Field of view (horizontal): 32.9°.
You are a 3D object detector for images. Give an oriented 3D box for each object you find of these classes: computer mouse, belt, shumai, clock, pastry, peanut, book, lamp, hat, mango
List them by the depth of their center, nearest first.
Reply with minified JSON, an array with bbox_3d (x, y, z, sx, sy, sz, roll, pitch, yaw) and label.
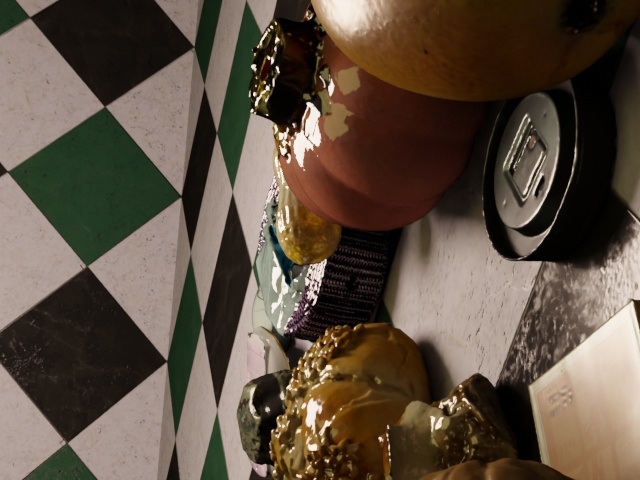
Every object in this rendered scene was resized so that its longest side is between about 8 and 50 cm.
[{"bbox_3d":[0.220,0.188,0.818,0.170,0.018,0.241,122,151,-54],"label":"book"},{"bbox_3d":[0.116,-0.253,0.921,0.378,0.221,0.263,31,93,54],"label":"mango"},{"bbox_3d":[0.200,-0.069,0.968,0.184,0.040,0.184,-172,90,-75],"label":"clock"},{"bbox_3d":[0.113,0.197,1.007,0.145,0.116,0.145,-171,90,-73],"label":"shumai"},{"bbox_3d":[0.045,-0.162,1.185,0.305,0.240,0.305,-170,90,-71],"label":"lamp"},{"bbox_3d":[0.028,0.237,1.209,0.310,0.162,0.255,-103,28,-49],"label":"pastry"},{"bbox_3d":[-0.017,-0.065,1.344,0.087,0.087,0.206,124,150,-57],"label":"peanut"},{"bbox_3d":[0.000,0.000,1.502,0.324,0.122,0.260,-105,34,-47],"label":"belt"},{"bbox_3d":[-0.050,0.255,1.540,0.265,0.128,0.265,-176,90,-75],"label":"hat"},{"bbox_3d":[-0.081,0.261,1.747,0.126,0.056,0.245,-162,71,-67],"label":"computer mouse"},{"bbox_3d":[-0.073,0.089,1.797,0.113,0.068,0.228,-121,41,-63],"label":"computer mouse"}]

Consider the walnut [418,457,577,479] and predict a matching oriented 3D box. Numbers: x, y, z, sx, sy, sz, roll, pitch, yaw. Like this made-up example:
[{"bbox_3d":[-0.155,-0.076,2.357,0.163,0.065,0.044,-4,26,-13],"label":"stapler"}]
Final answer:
[{"bbox_3d":[0.133,0.258,0.735,0.213,0.213,0.213,-172,90,-74],"label":"walnut"}]
